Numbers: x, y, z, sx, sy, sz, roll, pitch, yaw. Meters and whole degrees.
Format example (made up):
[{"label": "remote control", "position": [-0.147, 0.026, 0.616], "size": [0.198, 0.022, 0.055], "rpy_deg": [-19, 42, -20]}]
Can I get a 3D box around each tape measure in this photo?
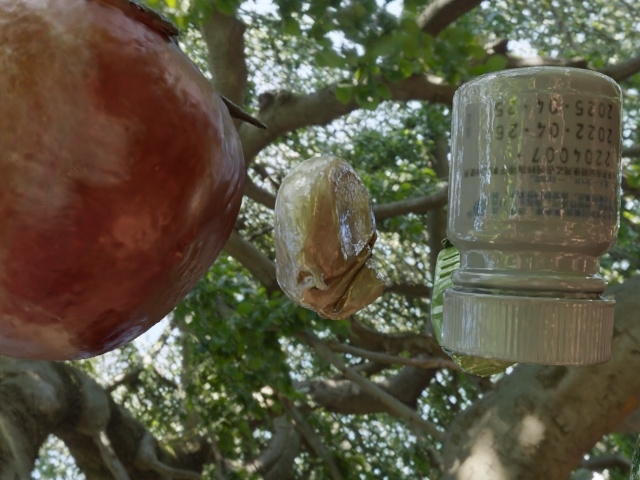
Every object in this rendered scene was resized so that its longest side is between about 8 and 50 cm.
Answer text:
[{"label": "tape measure", "position": [0.210, 0.101, 0.902], "size": [0.087, 0.177, 0.154], "rpy_deg": [-22, -59, 35]}]

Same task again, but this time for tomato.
[{"label": "tomato", "position": [-0.159, -0.024, 0.493], "size": [0.309, 0.170, 0.309], "rpy_deg": [-23, -55, -37]}]

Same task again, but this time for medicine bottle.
[{"label": "medicine bottle", "position": [0.130, -0.013, 0.420], "size": [0.105, 0.105, 0.168], "rpy_deg": [5, -92, -42]}]

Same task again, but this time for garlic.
[{"label": "garlic", "position": [0.000, 0.000, 0.886], "size": [0.228, 0.110, 0.217], "rpy_deg": [-22, -73, -67]}]

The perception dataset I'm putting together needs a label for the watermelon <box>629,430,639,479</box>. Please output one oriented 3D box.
[{"label": "watermelon", "position": [0.375, 0.207, 0.533], "size": [0.242, 0.242, 0.242], "rpy_deg": [-22, -47, -26]}]
